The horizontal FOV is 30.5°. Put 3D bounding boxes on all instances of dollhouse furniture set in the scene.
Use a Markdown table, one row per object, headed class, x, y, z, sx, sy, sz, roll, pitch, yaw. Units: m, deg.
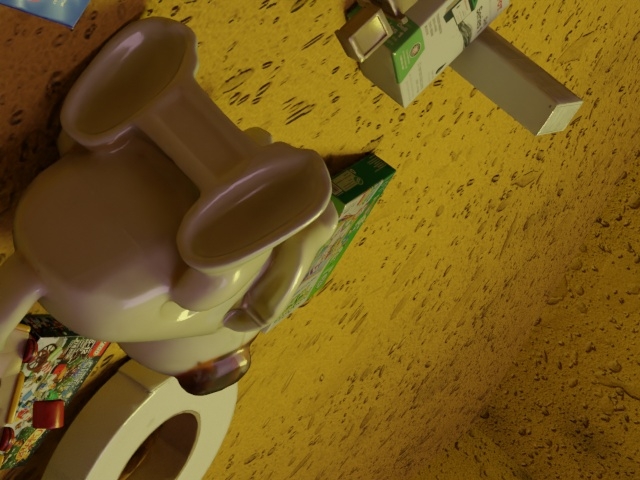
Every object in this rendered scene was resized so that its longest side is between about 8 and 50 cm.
| class | x | y | z | sx | sy | sz | roll | pitch | yaw |
| --- | --- | --- | --- | --- | --- | --- | --- | --- | --- |
| dollhouse furniture set | 0.051 | -0.338 | 1.379 | 0.182 | 0.101 | 0.161 | -44 | 134 | -11 |

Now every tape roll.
| class | x | y | z | sx | sy | sz | roll | pitch | yaw |
| --- | --- | --- | --- | --- | --- | --- | --- | --- | --- |
| tape roll | -0.274 | 0.328 | 1.792 | 0.392 | 0.072 | 0.392 | -45 | 154 | -29 |

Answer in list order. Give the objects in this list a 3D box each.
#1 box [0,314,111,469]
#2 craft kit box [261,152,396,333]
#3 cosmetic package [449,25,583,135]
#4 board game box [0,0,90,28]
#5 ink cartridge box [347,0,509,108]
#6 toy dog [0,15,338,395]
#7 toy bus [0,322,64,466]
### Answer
| class | x | y | z | sx | sy | sz | roll | pitch | yaw |
| --- | --- | --- | --- | --- | --- | --- | --- | --- | --- |
| box | -0.376 | 0.195 | 1.482 | 0.233 | 0.044 | 0.159 | -54 | 158 | 14 |
| craft kit box | 0.000 | 0.000 | 1.789 | 0.247 | 0.061 | 0.250 | -55 | 172 | 25 |
| cosmetic package | 0.251 | -0.244 | 1.672 | 0.099 | 0.239 | 0.060 | -13 | 141 | -56 |
| board game box | -0.189 | -0.343 | 0.874 | 0.347 | 0.078 | 0.233 | -54 | 158 | 14 |
| ink cartridge box | 0.149 | -0.309 | 1.566 | 0.219 | 0.092 | 0.160 | -45 | 159 | -8 |
| toy dog | -0.157 | 0.031 | 1.300 | 0.395 | 0.284 | 0.408 | -50 | 164 | -13 |
| toy bus | -0.391 | 0.154 | 1.297 | 0.202 | 0.104 | 0.191 | -35 | 113 | -37 |
